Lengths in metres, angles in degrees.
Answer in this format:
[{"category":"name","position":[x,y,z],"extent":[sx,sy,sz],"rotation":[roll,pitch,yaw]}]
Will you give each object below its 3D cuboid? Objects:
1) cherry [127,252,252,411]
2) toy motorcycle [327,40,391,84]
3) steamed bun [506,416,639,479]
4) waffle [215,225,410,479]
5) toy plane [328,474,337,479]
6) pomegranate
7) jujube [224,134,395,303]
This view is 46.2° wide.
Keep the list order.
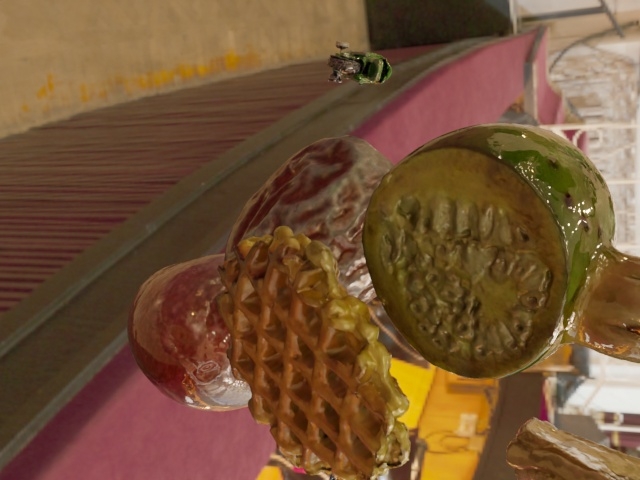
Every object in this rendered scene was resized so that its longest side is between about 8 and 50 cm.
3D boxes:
[{"category":"cherry","position":[-0.185,0.159,1.380],"extent":[0.335,0.326,0.291],"rotation":[-177,-91,-67]},{"category":"toy motorcycle","position":[0.073,-0.312,1.357],"extent":[0.190,0.106,0.074],"rotation":[-50,154,-74]},{"category":"steamed bun","position":[0.346,0.352,0.811],"extent":[0.247,0.428,0.189],"rotation":[20,89,-43]},{"category":"waffle","position":[-0.010,0.104,0.639],"extent":[0.058,0.238,0.243],"rotation":[-20,87,-31]},{"category":"toy plane","position":[0.055,0.348,1.276],"extent":[0.169,0.078,0.246],"rotation":[-60,178,-40]},{"category":"pomegranate","position":[0.164,-0.002,0.572],"extent":[0.159,0.241,0.190],"rotation":[-21,100,-43]},{"category":"jujube","position":[-0.006,-0.004,1.117],"extent":[0.308,0.246,0.215],"rotation":[-53,150,0]}]
